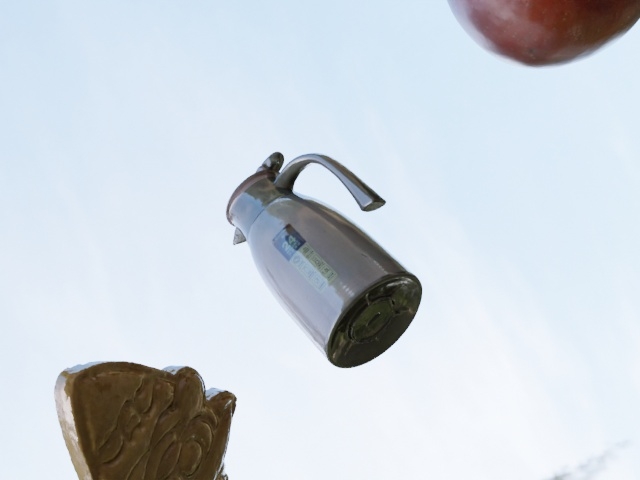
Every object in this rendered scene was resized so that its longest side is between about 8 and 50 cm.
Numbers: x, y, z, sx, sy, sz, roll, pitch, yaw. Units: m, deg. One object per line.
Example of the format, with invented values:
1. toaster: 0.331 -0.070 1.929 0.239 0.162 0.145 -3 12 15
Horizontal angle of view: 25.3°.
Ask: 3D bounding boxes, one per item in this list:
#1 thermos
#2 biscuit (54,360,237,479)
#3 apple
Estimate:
1. thermos: 0.000 0.000 1.263 0.105 0.137 0.193 5 -147 -49
2. biscuit: -0.117 0.159 1.022 0.250 0.035 0.162 54 -129 -48
3. apple: 0.223 -0.282 1.389 0.218 0.201 0.218 5 -107 -15
